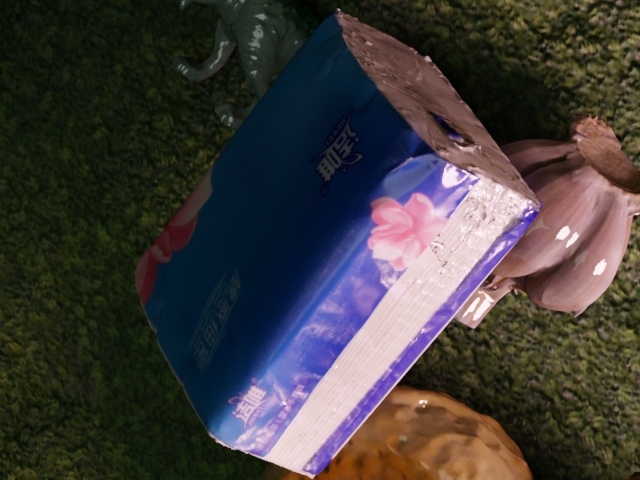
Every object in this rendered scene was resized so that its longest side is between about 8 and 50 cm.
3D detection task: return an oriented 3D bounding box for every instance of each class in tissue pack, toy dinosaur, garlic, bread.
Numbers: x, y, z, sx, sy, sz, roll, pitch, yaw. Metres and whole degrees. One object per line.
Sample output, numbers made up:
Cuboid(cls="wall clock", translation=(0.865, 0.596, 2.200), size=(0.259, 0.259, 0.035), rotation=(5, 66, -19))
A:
Cuboid(cls="tissue pack", translation=(0.000, 0.000, 1.333), size=(0.270, 0.137, 0.209), rotation=(-50, 44, 20))
Cuboid(cls="toy dinosaur", translation=(-0.041, -0.118, 1.458), size=(0.129, 0.076, 0.383), rotation=(-28, 101, 23))
Cuboid(cls="garlic", translation=(0.147, 0.000, 1.382), size=(0.131, 0.127, 0.194), rotation=(50, 129, 1))
Cuboid(cls="bread", translation=(0.071, 0.215, 1.429), size=(0.244, 0.134, 0.244), rotation=(10, 109, 33))

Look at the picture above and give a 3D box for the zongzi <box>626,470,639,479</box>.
Cuboid(cls="zongzi", translation=(0.316, 0.428, 1.383), size=(0.447, 0.181, 0.418), rotation=(36, 126, 9))
